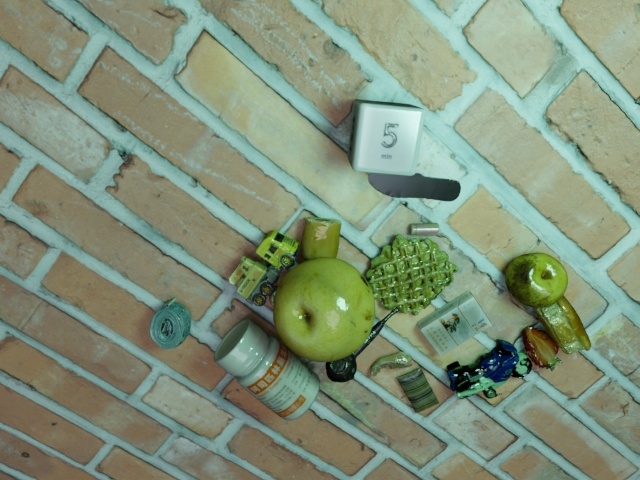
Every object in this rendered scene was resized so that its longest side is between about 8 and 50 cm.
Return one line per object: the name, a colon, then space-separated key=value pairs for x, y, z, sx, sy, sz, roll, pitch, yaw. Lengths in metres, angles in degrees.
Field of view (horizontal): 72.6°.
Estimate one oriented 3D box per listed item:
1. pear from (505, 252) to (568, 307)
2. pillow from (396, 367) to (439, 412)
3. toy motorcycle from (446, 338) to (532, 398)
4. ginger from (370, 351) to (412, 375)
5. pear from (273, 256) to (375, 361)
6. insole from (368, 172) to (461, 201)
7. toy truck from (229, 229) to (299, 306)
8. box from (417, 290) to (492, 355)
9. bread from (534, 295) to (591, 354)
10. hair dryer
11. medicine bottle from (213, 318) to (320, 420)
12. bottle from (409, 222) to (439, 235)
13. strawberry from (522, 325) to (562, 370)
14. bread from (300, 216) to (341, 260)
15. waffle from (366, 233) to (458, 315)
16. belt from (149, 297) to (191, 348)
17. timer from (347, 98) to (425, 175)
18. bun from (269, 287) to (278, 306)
pear: x=0.749 y=0.140 z=1.527 sx=0.197 sy=0.197 sz=0.197 roll=-1 pitch=111 yaw=-1
pillow: x=0.397 y=0.612 z=1.773 sx=0.113 sy=0.038 sz=0.203 roll=-27 pitch=109 yaw=9
toy motorcycle: x=0.657 y=0.500 z=1.700 sx=0.331 sy=0.125 sz=0.196 roll=-22 pitch=109 yaw=3
ginger: x=0.276 y=0.483 z=1.718 sx=0.173 sy=0.051 sz=0.069 roll=-15 pitch=105 yaw=9
pear: x=0.014 y=0.222 z=1.415 sx=0.348 sy=0.348 sz=0.348 roll=-1 pitch=111 yaw=-1
insole: x=0.320 y=-0.189 z=1.477 sx=0.322 sy=0.007 sz=0.109 roll=8 pitch=113 yaw=-5
toy truck: x=-0.200 y=0.090 z=1.510 sx=0.157 sy=0.124 sz=0.272 roll=34 pitch=109 yaw=-8
box: x=0.505 y=0.314 z=1.645 sx=0.233 sy=0.067 sz=0.149 roll=-35 pitch=109 yaw=11
bread: x=0.879 y=0.293 z=1.592 sx=0.121 sy=0.174 sz=0.245 roll=-31 pitch=105 yaw=8
hair dryer: x=0.167 y=0.379 z=1.597 sx=0.359 sy=0.304 sz=0.120 roll=-44 pitch=68 yaw=-5
medicine bottle: x=-0.194 y=0.476 z=1.612 sx=0.211 sy=0.211 sz=0.371 roll=-41 pitch=107 yaw=13
bottle: x=0.361 y=-0.038 z=1.517 sx=0.096 sy=0.045 sz=0.045 roll=-2 pitch=111 yaw=1
strawberry: x=0.837 y=0.417 z=1.675 sx=0.192 sy=0.085 sz=0.140 roll=19 pitch=67 yaw=-19
bread: x=0.001 y=0.001 z=1.499 sx=0.134 sy=0.085 sz=0.173 roll=4 pitch=111 yaw=-3
waffle: x=0.316 y=0.133 z=1.565 sx=0.297 sy=0.073 sz=0.317 roll=30 pitch=109 yaw=-12
belt: x=-0.549 y=0.313 z=1.607 sx=0.163 sy=0.082 sz=0.147 roll=-42 pitch=97 yaw=17
timer: x=0.192 y=-0.316 z=1.323 sx=0.194 sy=0.192 sz=0.195 roll=5 pitch=111 yaw=-3
bun: x=-0.147 y=0.208 z=1.593 sx=0.086 sy=0.055 sz=0.086 roll=-2 pitch=101 yaw=-11
